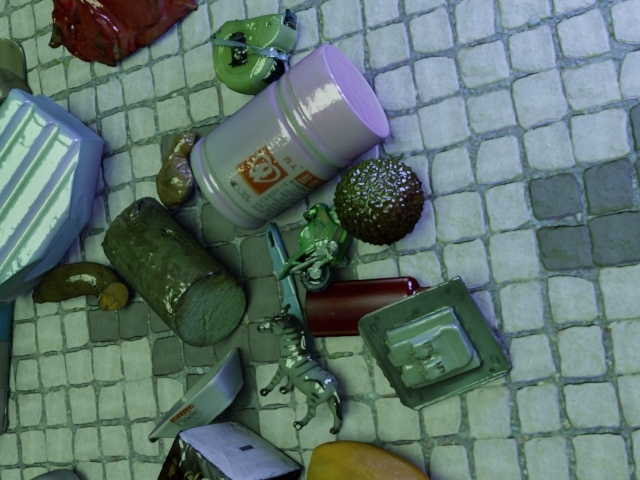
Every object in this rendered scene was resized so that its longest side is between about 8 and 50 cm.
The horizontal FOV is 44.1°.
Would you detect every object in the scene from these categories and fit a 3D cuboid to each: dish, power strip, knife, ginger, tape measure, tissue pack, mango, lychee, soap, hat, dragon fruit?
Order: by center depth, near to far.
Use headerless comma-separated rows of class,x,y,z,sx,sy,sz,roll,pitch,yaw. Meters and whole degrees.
power strip,0.182,0.182,1.301,0.213,0.064,0.198,-29,102,23
mango,0.119,0.464,1.318,0.359,0.144,0.187,45,105,26
lychee,0.094,-0.067,1.348,0.171,0.171,0.171,-2,86,28
tissue pack,-0.215,0.531,1.463,0.198,0.210,0.370,30,102,34
knife,-0.058,0.116,1.503,0.044,0.019,0.313,-25,76,33
dish,-0.236,0.321,1.528,0.234,0.154,0.064,-42,95,20
tape measure,-0.138,-0.362,1.532,0.177,0.087,0.154,2,89,31
ginger,-0.288,-0.143,1.611,0.096,0.067,0.165,25,100,49
dragon fruit,-0.457,-0.503,1.634,0.286,0.228,0.329,44,105,21
soap,-0.656,-0.072,1.713,0.261,0.156,0.446,37,97,4
hat,-0.774,-0.397,1.876,0.147,0.085,0.175,-11,83,28

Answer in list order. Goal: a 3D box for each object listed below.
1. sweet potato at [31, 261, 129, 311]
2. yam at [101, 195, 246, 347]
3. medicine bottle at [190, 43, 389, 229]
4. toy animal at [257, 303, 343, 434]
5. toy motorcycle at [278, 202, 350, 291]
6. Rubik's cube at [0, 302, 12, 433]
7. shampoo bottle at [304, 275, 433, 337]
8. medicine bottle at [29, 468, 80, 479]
sweet potato,-0.536,0.104,1.721,0.285,0.085,0.112,-7,89,28
yam,-0.292,0.059,1.554,0.304,0.168,0.168,42,106,26
medicine bottle,-0.056,-0.178,1.412,0.315,0.202,0.202,-33,73,23
toy animal,-0.030,0.238,1.433,0.217,0.073,0.176,37,122,23
toy motorcycle,0.000,0.000,1.433,0.106,0.074,0.190,19,73,22
Rubik's cube,-0.953,0.276,1.790,0.344,0.346,0.347,2,87,28
shampoo bottle,0.101,0.117,1.390,0.260,0.064,0.102,-5,86,27
medicine bottle,-0.566,0.698,1.683,0.282,0.123,0.375,-36,72,24
